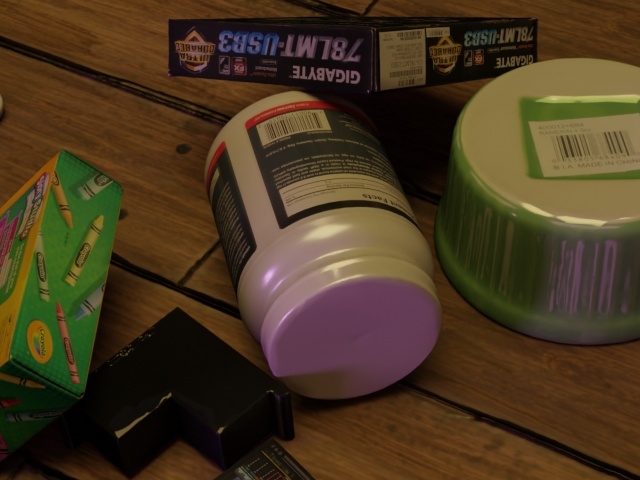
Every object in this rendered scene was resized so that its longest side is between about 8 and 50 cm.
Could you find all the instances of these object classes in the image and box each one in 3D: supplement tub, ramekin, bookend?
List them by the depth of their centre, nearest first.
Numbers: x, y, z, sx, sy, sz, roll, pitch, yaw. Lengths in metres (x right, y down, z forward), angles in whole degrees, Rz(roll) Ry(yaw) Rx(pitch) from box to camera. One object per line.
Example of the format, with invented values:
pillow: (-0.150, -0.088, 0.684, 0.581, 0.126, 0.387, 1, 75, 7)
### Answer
bookend: (-0.133, 0.165, 1.242, 0.157, 0.072, 0.156, 33, 56, 30)
supplement tub: (0.000, 0.000, 1.315, 0.191, 0.191, 0.272, -12, 46, -8)
ramekin: (0.270, -0.054, 1.381, 0.303, 0.148, 0.303, -2, 45, 2)

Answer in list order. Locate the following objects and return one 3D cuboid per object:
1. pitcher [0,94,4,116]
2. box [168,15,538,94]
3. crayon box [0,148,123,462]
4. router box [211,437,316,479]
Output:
pitcher: (-0.493, -0.204, 1.617, 0.177, 0.125, 0.207, -9, 52, -35)
box: (0.037, -0.210, 1.461, 0.295, 0.073, 0.293, 10, 13, 39)
crayon box: (-0.284, 0.064, 1.283, 0.081, 0.165, 0.278, 33, 37, -27)
router box: (-0.040, 0.244, 1.180, 0.092, 0.038, 0.122, -31, 51, -25)
